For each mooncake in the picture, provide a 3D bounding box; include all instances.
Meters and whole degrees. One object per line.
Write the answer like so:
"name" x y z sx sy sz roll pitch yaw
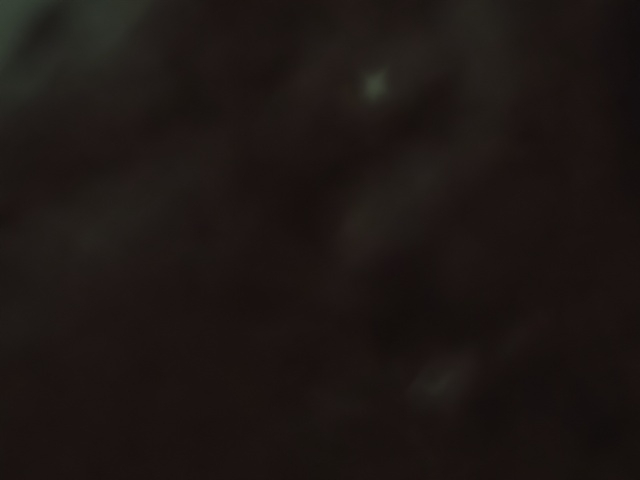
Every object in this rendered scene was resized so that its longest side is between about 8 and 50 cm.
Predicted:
"mooncake" 0.002 0.000 0.475 0.324 0.187 0.324 -3 106 -10
